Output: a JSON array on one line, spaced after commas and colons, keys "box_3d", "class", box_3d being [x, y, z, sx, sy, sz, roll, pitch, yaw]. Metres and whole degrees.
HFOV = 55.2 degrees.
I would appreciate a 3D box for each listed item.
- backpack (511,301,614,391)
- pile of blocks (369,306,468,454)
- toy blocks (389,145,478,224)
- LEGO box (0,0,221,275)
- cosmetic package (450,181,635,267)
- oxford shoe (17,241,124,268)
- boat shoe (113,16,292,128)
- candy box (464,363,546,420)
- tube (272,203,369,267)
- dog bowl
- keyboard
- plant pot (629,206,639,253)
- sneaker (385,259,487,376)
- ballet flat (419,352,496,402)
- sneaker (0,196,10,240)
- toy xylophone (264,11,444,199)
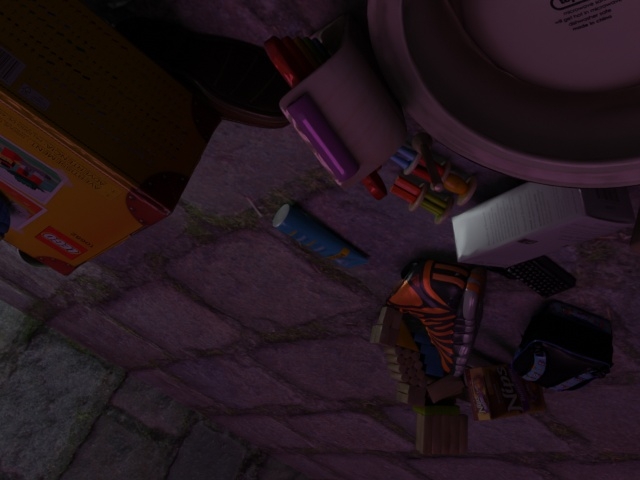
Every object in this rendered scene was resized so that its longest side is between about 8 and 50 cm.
[{"box_3d": [0.459, 0.216, 1.183, 0.158, 0.117, 0.173, 19, 148, 6], "class": "backpack"}, {"box_3d": [0.226, 0.314, 1.402, 0.112, 0.148, 0.362, 142, 107, -77], "class": "pile of blocks"}, {"box_3d": [0.154, -0.095, 0.969, 0.148, 0.054, 0.123, 28, 148, -8], "class": "toy blocks"}, {"box_3d": [-0.456, -0.191, 0.846, 0.500, 0.193, 0.372, 39, 142, -28], "class": "LEGO box"}, {"box_3d": [0.316, -0.029, 0.899, 0.117, 0.086, 0.231, 6, 159, -31], "class": "cosmetic package"}, {"box_3d": [-0.632, -0.001, 1.558, 0.449, 0.130, 0.169, -11, 133, 41], "class": "oxford shoe"}, {"box_3d": [-0.165, -0.239, 0.924, 0.307, 0.111, 0.104, 27, 155, 11], "class": "boat shoe"}, {"box_3d": [0.399, 0.321, 1.313, 0.186, 0.109, 0.053, 2, 162, -33], "class": "candy box"}, {"box_3d": [0.000, 0.000, 1.229, 0.207, 0.052, 0.080, 32, 158, -26], "class": "tube"}, {"box_3d": [0.259, -0.239, 0.593, 0.407, 0.150, 0.408, 17, 149, 11], "class": "dog bowl"}, {"box_3d": [0.353, 0.049, 1.090, 0.180, 0.023, 0.108, 34, 147, -16], "class": "keyboard"}, {"box_3d": [0.490, -0.016, 0.832, 0.109, 0.109, 0.096, 26, 161, -4], "class": "plant pot"}, {"box_3d": [0.231, 0.145, 1.244, 0.180, 0.125, 0.321, 15, 137, 21], "class": "sneaker"}, {"box_3d": [0.317, 0.309, 1.439, 0.315, 0.108, 0.106, 5, 131, 26], "class": "ballet flat"}, {"box_3d": [-0.505, -0.067, 0.828, 0.078, 0.067, 0.188, 11, 154, 49], "class": "sneaker"}, {"box_3d": [0.049, -0.158, 0.724, 0.081, 0.323, 0.236, -32, 104, 19], "class": "toy xylophone"}]
